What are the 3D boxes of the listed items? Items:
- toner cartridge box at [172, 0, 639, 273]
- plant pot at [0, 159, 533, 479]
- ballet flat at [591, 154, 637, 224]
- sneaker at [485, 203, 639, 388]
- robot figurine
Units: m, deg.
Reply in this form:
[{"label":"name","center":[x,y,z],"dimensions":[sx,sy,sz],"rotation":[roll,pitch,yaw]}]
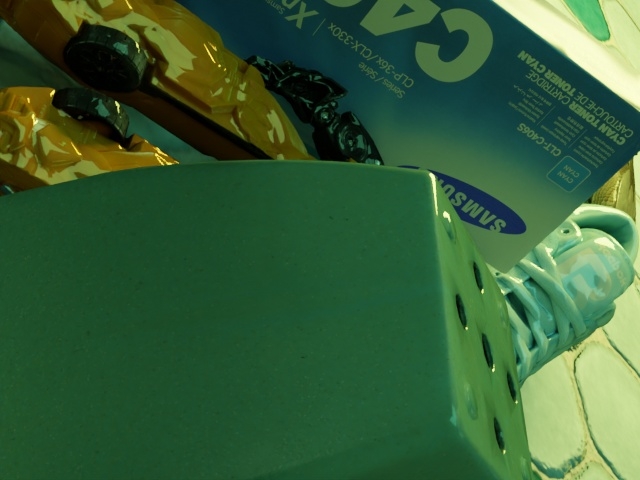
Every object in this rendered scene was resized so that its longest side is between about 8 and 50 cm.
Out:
[{"label":"toner cartridge box","center":[0.046,-0.134,0.698],"dimensions":[0.348,0.165,0.075],"rotation":[32,36,-14]},{"label":"plant pot","center":[-0.044,0.071,0.408],"dimensions":[0.165,0.234,0.165],"rotation":[51,31,-49]},{"label":"ballet flat","center":[0.350,-0.077,1.235],"dimensions":[0.250,0.058,0.084],"rotation":[-73,147,-40]},{"label":"sneaker","center":[0.163,0.039,0.812],"dimensions":[0.135,0.150,0.366],"rotation":[58,34,-3]},{"label":"robot figurine","center":[-0.073,-0.040,0.603],"dimensions":[0.291,0.085,0.211],"rotation":[33,56,-34]}]
